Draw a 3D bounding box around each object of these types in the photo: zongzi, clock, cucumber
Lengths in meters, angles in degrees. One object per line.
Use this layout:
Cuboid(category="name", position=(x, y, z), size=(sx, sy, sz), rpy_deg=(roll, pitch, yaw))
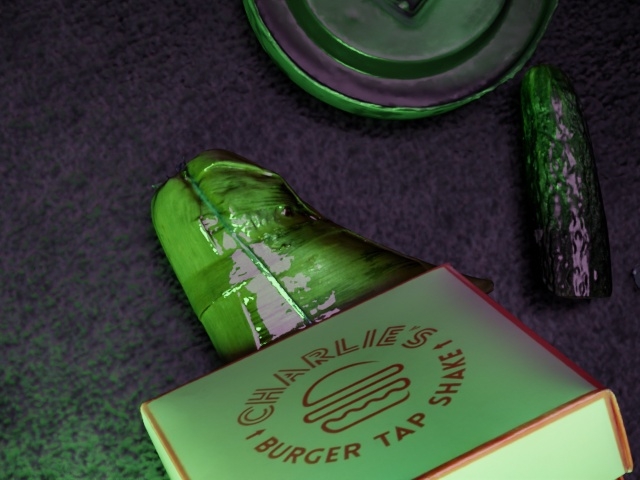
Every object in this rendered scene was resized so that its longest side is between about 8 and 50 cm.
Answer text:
Cuboid(category="zongzi", position=(0.000, 0.000, 1.496), size=(0.274, 0.125, 0.251), rpy_deg=(-27, 91, -13))
Cuboid(category="clock", position=(0.077, -0.276, 1.582), size=(0.325, 0.067, 0.325), rpy_deg=(1, 79, -8))
Cuboid(category="cucumber", position=(0.238, -0.058, 1.564), size=(0.074, 0.074, 0.241), rpy_deg=(-4, 79, -8))

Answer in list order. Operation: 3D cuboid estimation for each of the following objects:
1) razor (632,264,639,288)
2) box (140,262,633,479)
Cuboid(category="razor", position=(0.376, 0.002, 1.586), size=(0.135, 0.068, 0.040), rpy_deg=(-38, 89, -23))
Cuboid(category="box", position=(0.072, 0.247, 1.322), size=(0.314, 0.312, 0.300), rpy_deg=(-24, 113, -11))
